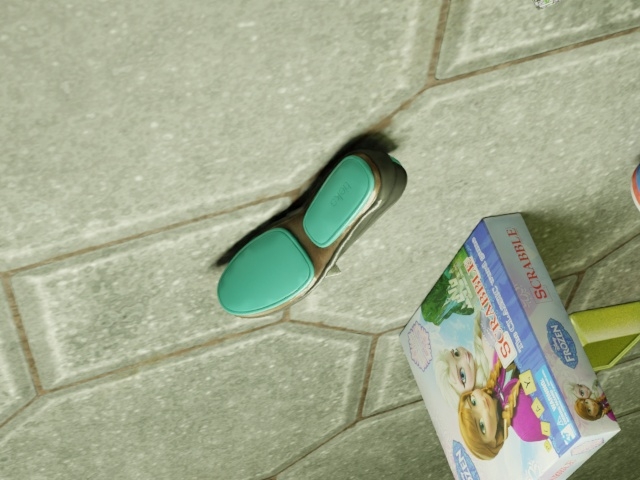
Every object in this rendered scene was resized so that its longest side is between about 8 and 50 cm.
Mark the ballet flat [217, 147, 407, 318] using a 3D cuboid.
[{"bbox_3d":[0.000,0.000,1.579,0.280,0.095,0.096,-40,161,32],"label":"ballet flat"}]

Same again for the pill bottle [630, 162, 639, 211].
[{"bbox_3d":[0.483,-0.110,1.703,0.124,0.124,0.221,-7,150,-28],"label":"pill bottle"}]

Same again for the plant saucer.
[{"bbox_3d":[0.450,0.172,2.298,0.188,0.045,0.188,-8,150,-27],"label":"plant saucer"}]

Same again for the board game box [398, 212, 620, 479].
[{"bbox_3d":[0.235,0.183,1.845,0.066,0.319,0.318,-7,150,-25],"label":"board game box"}]

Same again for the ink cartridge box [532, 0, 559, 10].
[{"bbox_3d":[0.222,-0.267,1.308,0.063,0.029,0.115,-24,154,4],"label":"ink cartridge box"}]
